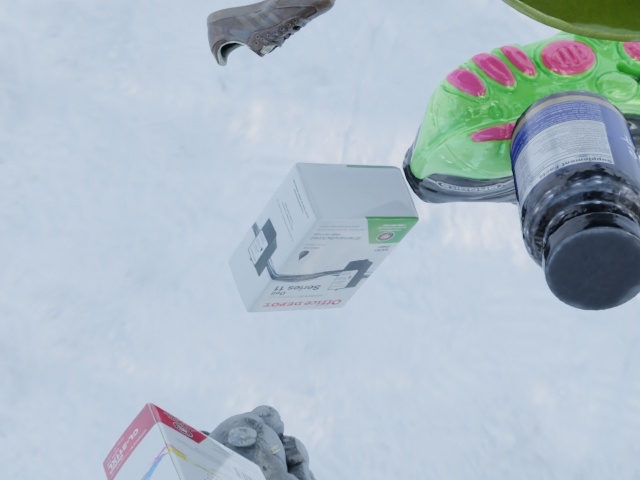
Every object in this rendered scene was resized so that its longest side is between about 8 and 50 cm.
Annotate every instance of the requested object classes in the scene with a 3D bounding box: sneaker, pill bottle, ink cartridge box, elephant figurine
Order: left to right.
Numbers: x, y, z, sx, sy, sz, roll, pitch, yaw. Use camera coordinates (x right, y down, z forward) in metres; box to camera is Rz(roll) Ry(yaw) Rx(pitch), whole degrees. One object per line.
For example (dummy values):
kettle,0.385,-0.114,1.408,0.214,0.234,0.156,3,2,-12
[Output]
ink cartridge box,-0.094,0.221,0.961,0.127,0.175,0.072,37,94,-25
elephant figurine,-0.134,0.305,1.395,0.239,0.169,0.186,-29,105,11
sneaker,-0.061,-0.275,1.556,0.188,0.066,0.071,-9,83,29
ink cartridge box,0.000,0.000,1.479,0.153,0.208,0.087,-1,57,-32
sneaker,0.292,-0.151,1.427,0.482,0.202,0.185,-11,71,-31
pill bottle,0.246,-0.038,1.129,0.122,0.219,0.123,1,127,2

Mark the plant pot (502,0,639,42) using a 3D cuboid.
plant pot,0.293,-0.427,1.044,0.366,0.366,0.353,5,55,1
